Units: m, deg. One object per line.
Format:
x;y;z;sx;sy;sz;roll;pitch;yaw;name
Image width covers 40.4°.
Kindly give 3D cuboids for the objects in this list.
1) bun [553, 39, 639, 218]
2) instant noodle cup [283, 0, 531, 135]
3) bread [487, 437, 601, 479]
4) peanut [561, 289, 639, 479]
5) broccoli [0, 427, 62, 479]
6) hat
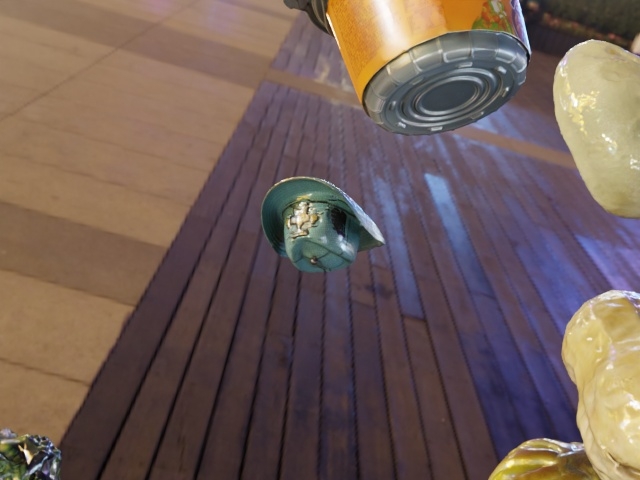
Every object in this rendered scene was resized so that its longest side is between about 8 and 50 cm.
0.341;-0.128;0.936;0.127;0.223;0.222;-19;0;33;bun
0.084;-0.160;0.667;0.208;0.126;0.178;-14;-22;3;instant noodle cup
0.428;0.435;1.400;0.332;0.160;0.333;3;25;-1;bread
0.325;0.144;0.895;0.149;0.149;0.313;16;21;-2;peanut
-0.526;0.383;1.254;0.338;0.277;0.317;6;-32;37;broccoli
0.000;0.000;1.086;0.138;0.078;0.191;-9;-31;24;hat
